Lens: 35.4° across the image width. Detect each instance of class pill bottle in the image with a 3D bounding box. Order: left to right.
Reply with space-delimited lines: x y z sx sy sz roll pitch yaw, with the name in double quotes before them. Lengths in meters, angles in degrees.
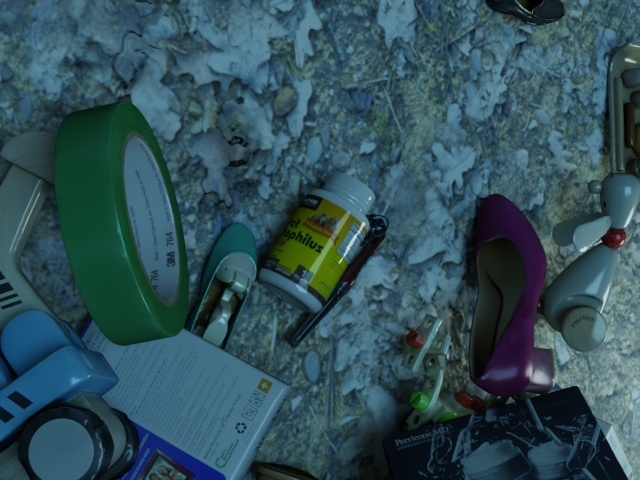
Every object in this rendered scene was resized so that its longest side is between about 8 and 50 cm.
"pill bottle" 0.000 0.000 1.599 0.117 0.117 0.215 38 75 -26

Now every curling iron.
"curling iron" 0.026 0.064 1.666 0.068 0.035 0.274 41 73 -21

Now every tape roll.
"tape roll" -0.259 -0.023 1.342 0.077 0.321 0.321 -11 101 6

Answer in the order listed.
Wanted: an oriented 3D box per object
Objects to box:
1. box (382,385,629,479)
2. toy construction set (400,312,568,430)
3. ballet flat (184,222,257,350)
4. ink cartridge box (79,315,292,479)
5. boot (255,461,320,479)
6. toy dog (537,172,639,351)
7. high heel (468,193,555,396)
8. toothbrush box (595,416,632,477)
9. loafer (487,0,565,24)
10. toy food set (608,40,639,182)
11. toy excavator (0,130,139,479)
"box" 0.302 0.431 1.571 0.343 0.312 0.179 -15 124 -1
"toy construction set" 0.265 0.277 1.750 0.327 0.151 0.215 33 102 -20
"ballet flat" -0.146 0.092 1.541 0.083 0.087 0.247 26 80 -27
"ink cartridge box" -0.246 0.271 1.445 0.307 0.072 0.304 27 83 14
"boot" -0.036 0.500 1.636 0.283 0.109 0.220 37 80 -34
"toy dog" 0.467 0.036 1.847 0.161 0.220 0.334 15 77 2
"high heel" 0.297 0.079 1.702 0.181 0.127 0.377 13 56 -41
"toothbrush box" 0.433 0.478 1.827 0.295 0.126 0.216 -56 140 -19
"loafer" 0.385 -0.429 1.819 0.170 0.061 0.062 2 92 -30
"toy food set" 0.678 -0.224 1.966 0.219 0.092 0.306 4 84 -30
"toy excavator" -0.404 0.134 1.327 0.433 0.222 0.445 -37 82 -4
